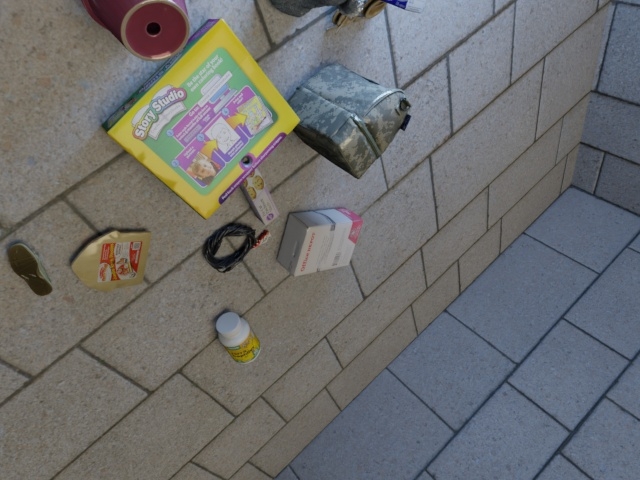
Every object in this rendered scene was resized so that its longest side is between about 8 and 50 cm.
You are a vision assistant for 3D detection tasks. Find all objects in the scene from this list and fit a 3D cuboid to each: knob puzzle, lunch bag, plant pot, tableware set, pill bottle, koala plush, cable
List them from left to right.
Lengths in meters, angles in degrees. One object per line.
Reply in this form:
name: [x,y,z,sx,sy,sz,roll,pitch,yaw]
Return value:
knob puzzle: [-0.563,0.052,1.242,0.213,0.030,0.213,-27,137,-28]
plant pot: [-0.341,-0.452,0.889,0.201,0.180,0.201,-26,157,-12]
cable: [-0.286,0.013,1.492,0.184,0.047,0.151,-40,136,-11]
pill bottle: [-0.299,0.351,1.684,0.117,0.117,0.209,-37,141,-18]
koala plush: [0.000,-0.623,1.114,0.203,0.221,0.196,-54,143,3]
lunch bag: [0.077,-0.362,1.339,0.256,0.305,0.212,-50,143,0]
tableware set: [0.118,-0.643,1.311,0.194,0.039,0.128,-30,175,-26]

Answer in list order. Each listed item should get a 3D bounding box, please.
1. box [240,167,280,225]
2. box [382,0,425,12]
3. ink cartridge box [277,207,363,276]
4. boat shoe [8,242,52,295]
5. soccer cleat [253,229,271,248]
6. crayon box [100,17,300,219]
box: [-0.209,-0.178,1.391,0.067,0.063,0.324,-37,140,-14]
box: [0.220,-0.676,1.196,0.072,0.126,0.137,-12,132,-38]
ink cartridge box: [0.000,0.000,1.706,0.282,0.117,0.207,-8,126,-43]
boat shoe: [-0.693,0.064,1.115,0.056,0.048,0.153,-25,130,-13]
soccer cleat: [-0.201,0.001,1.576,0.083,0.029,0.036,-49,139,-12]
crayon box: [-0.278,-0.289,1.142,0.363,0.106,0.313,-47,126,-6]
